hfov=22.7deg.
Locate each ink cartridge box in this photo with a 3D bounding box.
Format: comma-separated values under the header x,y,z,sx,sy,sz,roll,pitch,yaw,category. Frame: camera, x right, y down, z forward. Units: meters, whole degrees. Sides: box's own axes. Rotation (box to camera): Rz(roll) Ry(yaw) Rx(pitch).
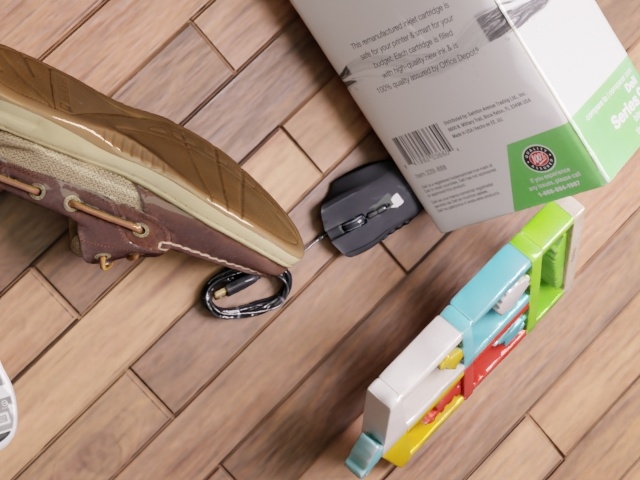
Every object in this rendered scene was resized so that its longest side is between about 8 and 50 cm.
x,y,z,sx,sy,sz,roll,pitch,yaw,category
0.127,-0.171,1.385,0.121,0.211,0.289,-44,108,-37,ink cartridge box

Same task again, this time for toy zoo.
x,y,z,sx,sy,sz,roll,pitch,yaw,category
0.126,0.099,1.431,0.030,0.192,0.293,41,77,19,toy zoo

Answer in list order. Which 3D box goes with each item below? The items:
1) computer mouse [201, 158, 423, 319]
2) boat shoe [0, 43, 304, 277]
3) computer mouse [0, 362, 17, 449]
x,y,z,sx,sy,sz,roll,pitch,yaw,category
0.000,0.000,1.449,0.242,0.041,0.071,-34,104,-15,computer mouse
-0.177,-0.041,1.356,0.342,0.123,0.123,26,113,-25,boat shoe
-0.309,0.088,1.340,0.106,0.042,0.193,-14,92,-24,computer mouse
